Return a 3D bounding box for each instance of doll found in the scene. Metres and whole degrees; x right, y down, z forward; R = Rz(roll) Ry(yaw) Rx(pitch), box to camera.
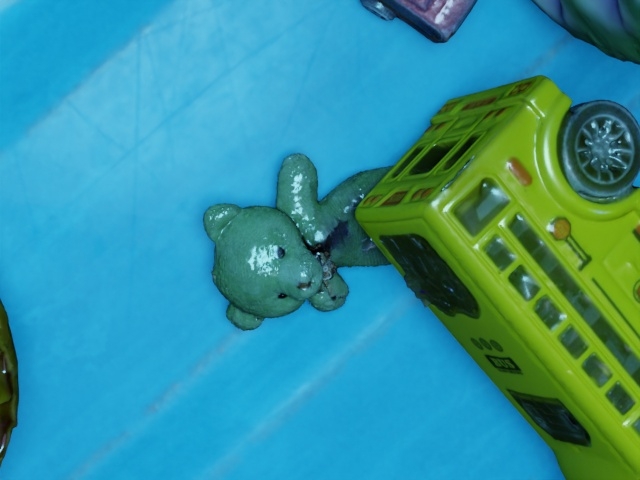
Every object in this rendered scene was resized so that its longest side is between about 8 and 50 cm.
[{"bbox_3d":[0.000,0.000,0.782,0.150,0.077,0.115,-24,114,-17],"label":"doll"}]

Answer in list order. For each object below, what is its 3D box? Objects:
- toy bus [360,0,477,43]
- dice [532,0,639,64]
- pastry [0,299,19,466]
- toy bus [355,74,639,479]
[{"bbox_3d":[0.018,-0.194,0.742,0.192,0.077,0.065,31,97,-13],"label":"toy bus"},{"bbox_3d":[0.223,-0.296,0.634,0.330,0.322,0.318,-34,105,-2],"label":"dice"},{"bbox_3d":[-0.335,0.072,0.684,0.311,0.162,0.255,35,78,-26],"label":"pastry"},{"bbox_3d":[0.181,0.056,0.767,0.152,0.144,0.330,-45,104,-17],"label":"toy bus"}]
